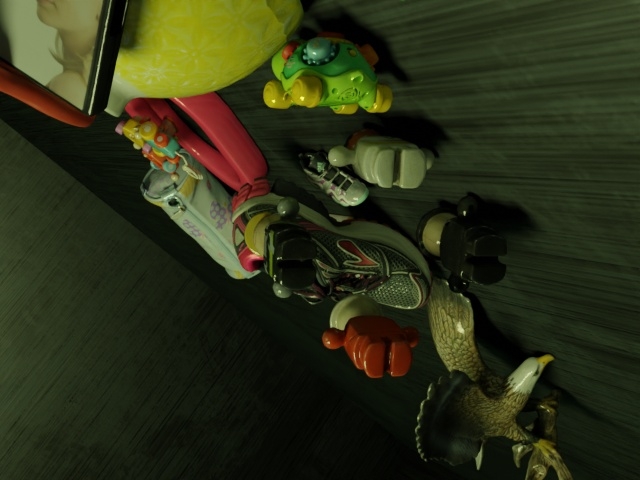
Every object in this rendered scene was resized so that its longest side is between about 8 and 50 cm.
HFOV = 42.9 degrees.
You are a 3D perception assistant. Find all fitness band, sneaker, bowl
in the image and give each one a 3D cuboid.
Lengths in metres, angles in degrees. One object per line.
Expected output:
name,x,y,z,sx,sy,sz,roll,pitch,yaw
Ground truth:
fitness band,-0.185,-0.165,1.155,0.209,0.054,0.291,24,163,32
sneaker,0.010,-0.080,0.984,0.098,0.038,0.069,24,163,38
sneaker,0.014,0.034,1.035,0.299,0.112,0.121,22,134,-27
bowl,-0.175,-0.196,0.663,0.289,0.156,0.289,30,179,1

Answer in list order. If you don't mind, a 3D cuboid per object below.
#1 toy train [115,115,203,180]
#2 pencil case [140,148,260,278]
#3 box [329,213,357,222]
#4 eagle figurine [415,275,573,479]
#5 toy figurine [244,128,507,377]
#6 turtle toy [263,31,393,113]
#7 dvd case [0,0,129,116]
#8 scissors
toy train,-0.216,-0.133,1.138,0.125,0.046,0.166,41,166,-29
pencil case,-0.192,-0.042,1.442,0.273,0.113,0.124,48,-176,-44
box,0.000,0.000,1.188,0.028,0.081,0.136,41,166,-24
eagle figurine,0.230,0.214,1.158,0.298,0.225,0.226,29,180,-21
toy figurine,0.053,0.005,0.820,0.209,0.213,0.148,44,-179,-18
turtle toy,-0.001,-0.146,0.710,0.095,0.066,0.130,-1,-173,-32
dvd case,-0.189,-0.224,0.512,0.180,0.022,0.253,33,129,10
scissors,-0.235,-0.120,0.554,0.109,0.021,0.297,35,-177,-1
